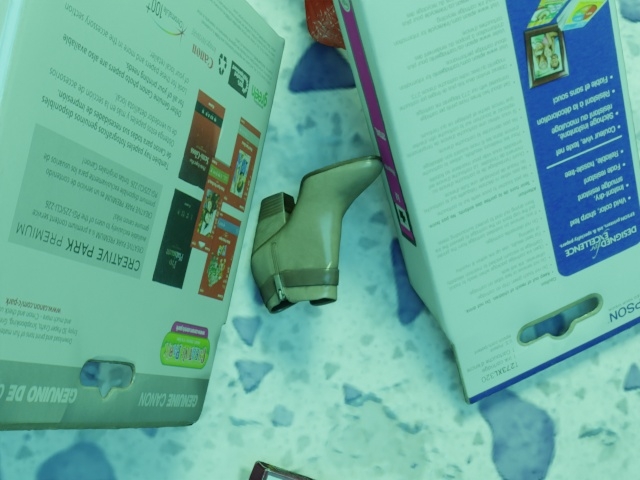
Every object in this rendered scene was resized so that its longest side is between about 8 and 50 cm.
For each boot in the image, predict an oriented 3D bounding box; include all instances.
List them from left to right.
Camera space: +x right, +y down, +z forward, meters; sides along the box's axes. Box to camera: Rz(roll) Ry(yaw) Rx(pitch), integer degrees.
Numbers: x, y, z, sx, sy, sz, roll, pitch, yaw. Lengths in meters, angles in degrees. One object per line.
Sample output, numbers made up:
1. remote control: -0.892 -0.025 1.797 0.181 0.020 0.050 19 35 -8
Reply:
1. boot: 0.000 0.000 0.764 0.042 0.118 0.087 14 61 -47

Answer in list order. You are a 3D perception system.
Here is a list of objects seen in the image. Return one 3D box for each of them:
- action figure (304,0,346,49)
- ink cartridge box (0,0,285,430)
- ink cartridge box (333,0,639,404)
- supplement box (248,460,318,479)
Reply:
1. action figure: 0.020 -0.249 0.786 0.139 0.091 0.280 -22 89 -13
2. ink cartridge box: -0.148 -0.040 0.616 0.130 0.309 0.272 9 83 17
3. ink cartridge box: 0.127 -0.078 0.769 0.175 0.069 0.371 -23 115 -12
4. supplement box: -0.009 0.187 0.768 0.083 0.055 0.043 20 83 -9
